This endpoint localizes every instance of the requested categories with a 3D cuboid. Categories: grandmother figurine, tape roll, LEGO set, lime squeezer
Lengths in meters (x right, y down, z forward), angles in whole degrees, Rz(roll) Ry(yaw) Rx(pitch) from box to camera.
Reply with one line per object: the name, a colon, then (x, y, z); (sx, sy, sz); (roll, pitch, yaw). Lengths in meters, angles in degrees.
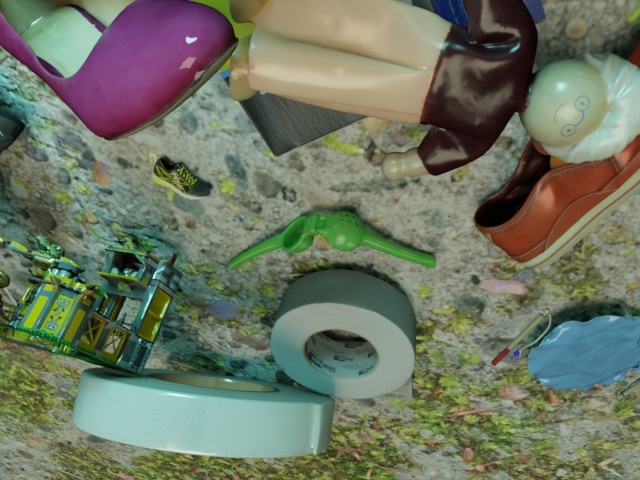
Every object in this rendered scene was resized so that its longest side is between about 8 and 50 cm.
grandmother figurine: (0.096, -0.136, 0.402); (0.342, 0.104, 0.208); (13, 140, 6)
tape roll: (-0.170, 0.257, 0.735); (0.392, 0.072, 0.392); (7, 166, 2)
LEGO set: (-0.363, 0.049, 0.660); (0.331, 0.192, 0.255); (2, 151, 27)
tape roll: (0.036, 0.149, 0.720); (0.219, 0.072, 0.219); (6, 129, 7)
lime squeezer: (0.000, 0.000, 0.655); (0.310, 0.059, 0.110); (-2, 160, 13)

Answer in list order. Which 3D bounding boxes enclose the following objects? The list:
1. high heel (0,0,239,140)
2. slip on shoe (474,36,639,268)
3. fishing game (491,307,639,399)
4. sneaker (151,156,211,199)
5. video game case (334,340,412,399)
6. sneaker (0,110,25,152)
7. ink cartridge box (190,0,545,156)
high heel: (-0.211, -0.190, 0.389); (0.377, 0.127, 0.181); (15, 150, 48)
slip on shoe: (0.267, -0.102, 0.469); (0.101, 0.123, 0.331); (23, 134, -1)
fishing game: (0.402, 0.163, 0.699); (0.264, 0.041, 0.189); (15, 130, -11)
sneaker: (-0.186, -0.083, 0.630); (0.083, 0.031, 0.035); (21, 129, -5)
video game case: (0.082, 0.231, 0.833); (0.157, 0.019, 0.143); (0, 128, 13)
sneaker: (-0.476, -0.209, 0.562); (0.267, 0.106, 0.101); (57, 164, -13)
ink cartridge box: (0.010, -0.260, 0.425); (0.307, 0.072, 0.304); (-18, 122, 26)
